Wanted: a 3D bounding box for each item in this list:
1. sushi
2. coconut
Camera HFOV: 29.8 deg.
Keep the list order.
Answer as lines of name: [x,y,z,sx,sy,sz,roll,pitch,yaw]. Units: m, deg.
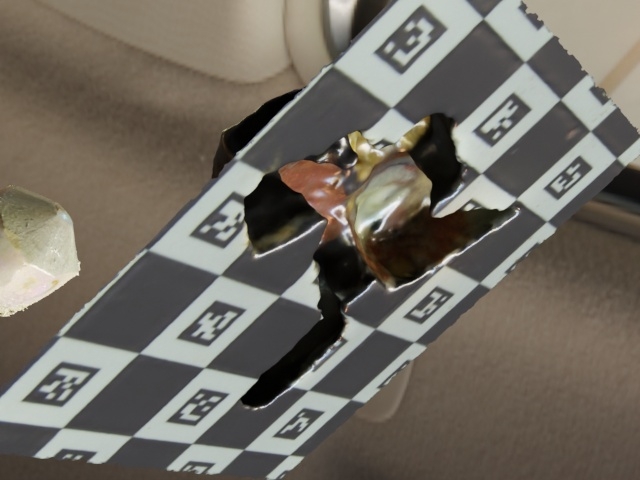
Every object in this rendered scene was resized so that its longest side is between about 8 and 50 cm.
sushi: [0.000,0.000,0.714,0.359,0.343,0.064,-44,-119,13]
coconut: [-0.291,0.007,1.159,0.122,0.116,0.116,-32,-130,17]
